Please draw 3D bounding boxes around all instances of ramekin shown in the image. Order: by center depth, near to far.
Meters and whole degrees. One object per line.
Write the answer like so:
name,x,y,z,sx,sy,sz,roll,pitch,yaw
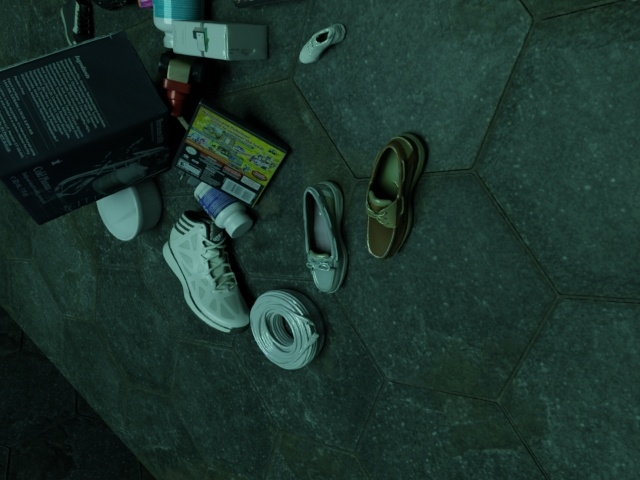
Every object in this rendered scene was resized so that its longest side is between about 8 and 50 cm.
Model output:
ramekin,-0.700,-0.144,2.092,0.273,0.127,0.272,15,114,36

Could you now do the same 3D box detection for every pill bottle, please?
pill bottle,-0.406,-0.692,1.626,0.146,0.146,0.264,21,118,34
pill bottle,-0.298,-0.104,1.771,0.186,0.112,0.112,51,131,15

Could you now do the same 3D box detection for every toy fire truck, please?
toy fire truck,-0.391,-0.416,1.667,0.158,0.217,0.246,12,113,-9

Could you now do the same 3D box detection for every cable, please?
cable,-0.105,0.271,1.760,0.257,0.089,0.257,40,128,24

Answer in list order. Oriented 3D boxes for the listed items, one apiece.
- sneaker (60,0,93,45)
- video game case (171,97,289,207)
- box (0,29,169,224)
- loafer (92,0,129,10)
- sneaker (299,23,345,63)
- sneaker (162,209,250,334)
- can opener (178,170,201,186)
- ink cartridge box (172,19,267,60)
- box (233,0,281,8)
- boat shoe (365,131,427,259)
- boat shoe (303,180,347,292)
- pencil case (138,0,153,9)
sneaker,-0.855,-0.770,2.026,0.118,0.083,0.222,-26,87,42
video game case,-0.265,-0.245,1.646,0.275,0.035,0.248,28,130,-12
box,-0.735,-0.322,1.715,0.297,0.472,0.480,59,161,5
loafer,-0.692,-0.818,1.885,0.223,0.076,0.078,16,79,43
sneaker,-0.009,-0.493,1.417,0.152,0.061,0.053,-26,90,44
sneaker,-0.354,0.079,1.838,0.447,0.169,0.257,49,132,23
can opener,-0.368,-0.278,1.813,0.095,0.076,0.283,35,133,-15
ink cartridge box,-0.273,-0.551,1.555,0.219,0.160,0.092,18,117,34
box,-0.178,-0.722,1.396,0.216,0.060,0.270,11,142,38
boat shoe,0.157,-0.102,1.376,0.123,0.120,0.324,26,121,32
boat shoe,0.002,-0.001,1.557,0.118,0.103,0.320,16,115,36
pencil case,-0.511,-0.820,1.704,0.104,0.104,0.236,14,115,37
